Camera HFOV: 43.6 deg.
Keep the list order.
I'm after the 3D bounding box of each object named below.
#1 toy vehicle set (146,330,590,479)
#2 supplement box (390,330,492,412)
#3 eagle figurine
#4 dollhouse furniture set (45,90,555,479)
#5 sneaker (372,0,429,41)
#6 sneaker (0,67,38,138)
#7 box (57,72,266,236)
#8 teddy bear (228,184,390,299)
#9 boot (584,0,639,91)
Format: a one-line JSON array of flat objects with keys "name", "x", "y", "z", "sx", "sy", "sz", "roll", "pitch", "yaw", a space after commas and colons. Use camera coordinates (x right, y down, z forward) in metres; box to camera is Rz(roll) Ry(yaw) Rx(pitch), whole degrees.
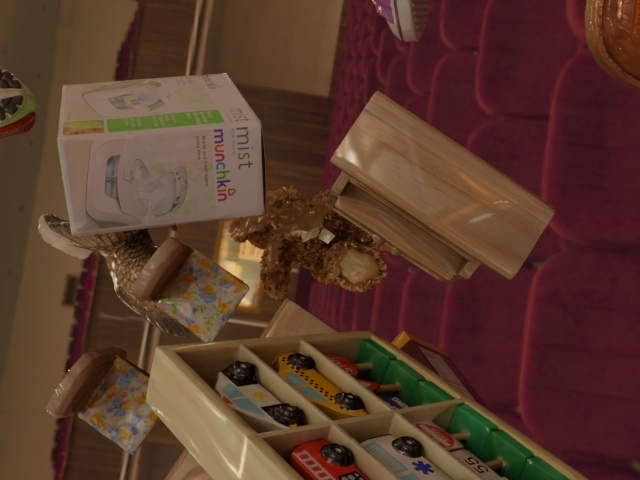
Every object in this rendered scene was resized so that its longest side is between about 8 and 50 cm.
[{"name": "toy vehicle set", "x": 0.049, "y": 0.124, "z": 0.398, "sx": 0.267, "sy": 0.166, "sz": 0.035, "roll": 32, "pitch": 112, "yaw": 44}, {"name": "supplement box", "x": 0.144, "y": 0.283, "z": 1.233, "sx": 0.191, "sy": 0.129, "sz": 0.194, "roll": -46, "pitch": 49, "yaw": 13}, {"name": "eagle figurine", "x": -0.277, "y": -0.006, "z": 1.135, "sx": 0.298, "sy": 0.226, "sz": 0.225, "roll": -116, "pitch": 38, "yaw": -51}, {"name": "dollhouse furniture set", "x": 0.004, "y": 0.102, "z": 0.728, "sx": 0.394, "sy": 0.362, "sz": 0.256, "roll": -56, "pitch": -1, "yaw": -5}, {"name": "sneaker", "x": 0.042, "y": -0.371, "z": 0.987, "sx": 0.102, "sy": 0.161, "sz": 0.282, "roll": -65, "pitch": -34, "yaw": -37}, {"name": "sneaker", "x": -0.511, "y": -0.144, "z": 1.055, "sx": 0.118, "sy": 0.279, "sz": 0.107, "roll": 99, "pitch": 159, "yaw": -78}, {"name": "box", "x": -0.205, "y": -0.118, "z": 1.018, "sx": 0.262, "sy": 0.231, "sz": 0.127, "roll": -122, "pitch": 27, "yaw": -62}, {"name": "teddy bear", "x": 0.000, "y": 0.000, "z": 1.380, "sx": 0.113, "sy": 0.338, "sz": 0.245, "roll": 50, "pitch": -133, "yaw": -44}, {"name": "boot", "x": 0.338, "y": -0.130, "z": 0.508, "sx": 0.220, "sy": 0.283, "sz": 0.109, "roll": -146, "pitch": 68, "yaw": -68}]
